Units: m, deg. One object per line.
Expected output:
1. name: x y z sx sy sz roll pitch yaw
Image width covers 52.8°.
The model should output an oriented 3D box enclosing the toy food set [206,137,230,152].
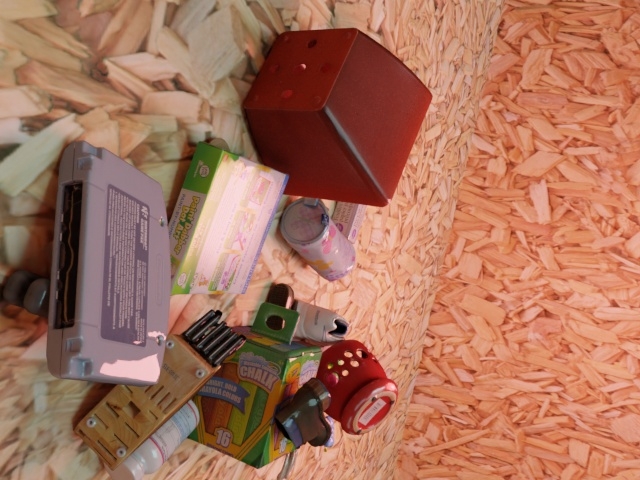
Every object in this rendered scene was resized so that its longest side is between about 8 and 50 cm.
1. toy food set: -0.182 -0.135 1.102 0.083 0.020 0.082 -49 147 -47

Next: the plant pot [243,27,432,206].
1. plant pot: 0.014 -0.248 1.214 0.236 0.267 0.267 46 61 -49

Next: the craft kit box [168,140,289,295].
1. craft kit box: -0.168 -0.026 1.128 0.249 0.061 0.247 -69 160 4

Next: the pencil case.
1. pencil case: 0.000 0.000 1.494 0.273 0.114 0.124 53 36 -62

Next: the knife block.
1. knife block: -0.248 0.235 1.078 0.275 0.088 0.242 -45 175 -10

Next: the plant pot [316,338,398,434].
1. plant pot: 0.084 0.369 1.594 0.191 0.174 0.191 -24 135 -26

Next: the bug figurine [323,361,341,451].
1. bug figurine: 0.030 0.437 1.797 0.279 0.072 0.216 -66 157 -70

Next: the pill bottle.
1. pill bottle: -0.282 0.332 1.083 0.160 0.087 0.087 -45 143 -50

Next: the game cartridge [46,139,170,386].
1. game cartridge: -0.267 0.040 0.849 0.196 0.060 0.294 35 49 -62

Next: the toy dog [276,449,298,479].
1. toy dog: -0.100 0.403 1.531 0.333 0.161 0.220 102 15 -50

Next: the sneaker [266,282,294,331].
1. sneaker: -0.097 0.192 1.451 0.188 0.066 0.071 -70 158 -9

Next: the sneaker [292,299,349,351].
1. sneaker: 0.017 0.237 1.661 0.297 0.129 0.110 46 55 -66

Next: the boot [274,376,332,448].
1. boot: -0.040 0.358 1.250 0.106 0.082 0.219 -33 142 -28

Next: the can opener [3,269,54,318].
1. can opener: -0.314 0.115 0.885 0.093 0.074 0.280 -68 156 -15

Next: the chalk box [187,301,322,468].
1. chalk box: -0.123 0.273 1.300 0.179 0.180 0.288 11 93 -68

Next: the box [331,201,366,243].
1. box: 0.102 -0.155 1.694 0.067 0.063 0.323 32 74 -65
